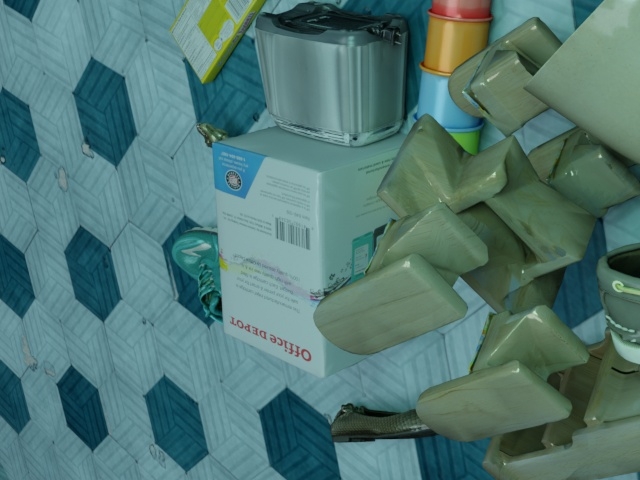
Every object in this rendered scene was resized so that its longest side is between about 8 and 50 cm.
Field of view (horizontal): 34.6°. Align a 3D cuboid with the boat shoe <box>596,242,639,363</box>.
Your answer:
[{"bbox_3d":[0.373,0.033,0.814,0.305,0.109,0.091,-10,121,30],"label":"boat shoe"}]

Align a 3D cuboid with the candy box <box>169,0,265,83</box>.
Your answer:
[{"bbox_3d":[-0.148,-0.330,1.484,0.105,0.027,0.206,60,138,15],"label":"candy box"}]

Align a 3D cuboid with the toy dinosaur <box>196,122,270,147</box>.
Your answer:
[{"bbox_3d":[-0.078,-0.086,1.489,0.268,0.064,0.118,56,144,11],"label":"toy dinosaur"}]

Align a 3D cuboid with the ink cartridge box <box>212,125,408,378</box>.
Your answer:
[{"bbox_3d":[0.000,0.000,1.329,0.198,0.197,0.270,19,119,41],"label":"ink cartridge box"}]

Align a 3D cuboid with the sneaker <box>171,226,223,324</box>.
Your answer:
[{"bbox_3d":[-0.144,0.068,1.581,0.275,0.110,0.107,35,129,34],"label":"sneaker"}]

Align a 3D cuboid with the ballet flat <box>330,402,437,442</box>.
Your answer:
[{"bbox_3d":[0.098,0.248,1.428,0.250,0.084,0.058,-20,66,53],"label":"ballet flat"}]

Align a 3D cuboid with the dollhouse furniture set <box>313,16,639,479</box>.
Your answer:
[{"bbox_3d":[0.193,0.059,1.044,0.394,0.362,0.256,43,140,-16],"label":"dollhouse furniture set"}]

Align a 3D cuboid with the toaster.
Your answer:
[{"bbox_3d":[0.022,-0.208,1.278,0.227,0.129,0.146,19,123,39],"label":"toaster"}]

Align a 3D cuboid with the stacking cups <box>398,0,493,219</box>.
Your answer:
[{"bbox_3d":[0.157,-0.165,1.182,0.096,0.096,0.316,27,121,38],"label":"stacking cups"}]

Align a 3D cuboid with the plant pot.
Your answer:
[{"bbox_3d":[0.362,-0.134,0.874,0.274,0.256,0.256,43,135,3],"label":"plant pot"}]
